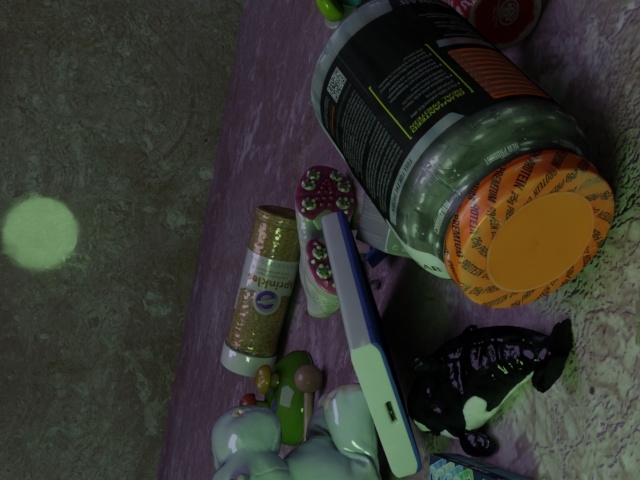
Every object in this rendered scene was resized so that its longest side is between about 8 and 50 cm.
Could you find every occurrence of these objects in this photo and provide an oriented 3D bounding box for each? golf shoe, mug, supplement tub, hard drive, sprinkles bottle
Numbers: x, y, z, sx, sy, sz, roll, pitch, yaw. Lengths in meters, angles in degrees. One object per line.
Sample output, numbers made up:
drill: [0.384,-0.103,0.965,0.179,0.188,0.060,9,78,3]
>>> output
golf shoe: [0.000,0.000,1.476,0.140,0.115,0.306,110,164,-47]
mug: [0.209,-0.306,1.037,0.113,0.150,0.169,-34,40,15]
supplement tub: [0.137,-0.100,0.868,0.338,0.207,0.207,61,139,45]
hard drive: [0.063,0.124,1.105,0.319,0.040,0.210,-102,-7,-60]
sprinkles bottle: [-0.119,0.108,1.768,0.121,0.121,0.356,-133,54,-69]

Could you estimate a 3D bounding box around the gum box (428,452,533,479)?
gum box: [0.161,0.329,0.872,0.157,0.041,0.185,166,108,-71]

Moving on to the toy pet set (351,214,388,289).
toy pet set: [0.086,0.012,1.315,0.114,0.065,0.122,55,-142,-63]

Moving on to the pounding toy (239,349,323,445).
pounding toy: [-0.084,0.297,1.570,0.237,0.110,0.183,-175,95,-73]

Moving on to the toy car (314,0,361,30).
toy car: [0.037,-0.517,1.634,0.136,0.159,0.182,-20,53,28]

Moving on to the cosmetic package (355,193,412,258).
cosmetic package: [0.132,-0.098,1.126,0.127,0.107,0.238,-146,70,-72]

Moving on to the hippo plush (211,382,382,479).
hippo plush: [-0.042,0.344,1.151,0.234,0.236,0.294,107,158,-50]

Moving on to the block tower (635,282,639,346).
block tower: [0.300,-0.070,0.584,0.091,0.097,0.336,168,109,-72]

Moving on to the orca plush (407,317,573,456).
orca plush: [0.151,0.158,0.911,0.287,0.102,0.151,152,126,-69]
